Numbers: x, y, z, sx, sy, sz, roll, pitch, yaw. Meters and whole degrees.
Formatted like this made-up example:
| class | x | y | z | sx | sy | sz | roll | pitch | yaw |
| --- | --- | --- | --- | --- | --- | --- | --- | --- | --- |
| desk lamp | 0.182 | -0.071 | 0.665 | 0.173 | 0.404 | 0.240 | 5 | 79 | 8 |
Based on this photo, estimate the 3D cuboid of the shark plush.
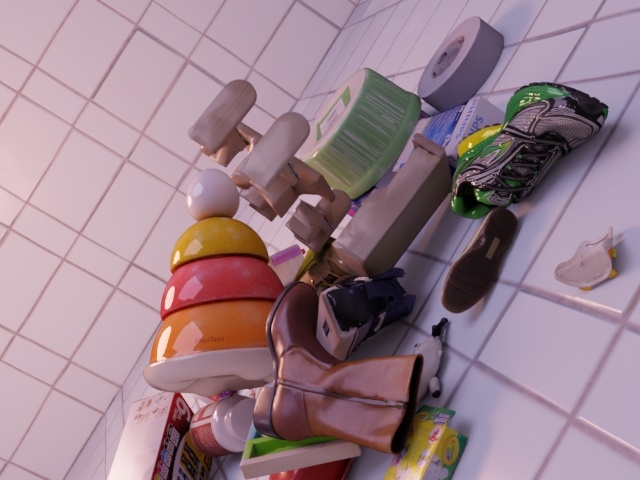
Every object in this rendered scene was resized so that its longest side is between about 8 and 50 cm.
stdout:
| class | x | y | z | sx | sy | sz | roll | pitch | yaw |
| --- | --- | --- | --- | --- | --- | --- | --- | --- | --- |
| shark plush | 0.156 | 0.185 | 1.242 | 0.067 | 0.073 | 0.161 | 91 | -167 | -57 |

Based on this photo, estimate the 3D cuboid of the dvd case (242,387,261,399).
| class | x | y | z | sx | sy | sz | roll | pitch | yaw |
| --- | --- | --- | --- | --- | --- | --- | --- | --- | --- |
| dvd case | -0.165 | 0.384 | 1.884 | 0.119 | 0.013 | 0.087 | -39 | 24 | 46 |

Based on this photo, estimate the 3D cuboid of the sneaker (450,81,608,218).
| class | x | y | z | sx | sy | sz | roll | pitch | yaw |
| --- | --- | --- | --- | --- | --- | --- | --- | --- | --- |
| sneaker | 0.318 | -0.125 | 1.243 | 0.343 | 0.134 | 0.146 | 134 | 155 | -63 |

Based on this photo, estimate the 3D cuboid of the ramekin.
| class | x | y | z | sx | sy | sz | roll | pitch | yaw |
| --- | --- | --- | --- | --- | --- | --- | --- | --- | --- |
| ramekin | 0.084 | -0.256 | 1.878 | 0.303 | 0.148 | 0.303 | -50 | 18 | 22 |

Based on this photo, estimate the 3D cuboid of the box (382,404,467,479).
| class | x | y | z | sx | sy | sz | roll | pitch | yaw |
| --- | --- | --- | --- | --- | --- | --- | --- | --- | --- |
| box | 0.134 | 0.312 | 1.087 | 0.179 | 0.043 | 0.105 | -64 | 16 | -14 |

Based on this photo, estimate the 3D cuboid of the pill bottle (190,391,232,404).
| class | x | y | z | sx | sy | sz | roll | pitch | yaw |
| --- | --- | --- | --- | --- | --- | --- | --- | --- | --- |
| pill bottle | -0.252 | 0.330 | 2.071 | 0.193 | 0.108 | 0.108 | -61 | 16 | -10 |

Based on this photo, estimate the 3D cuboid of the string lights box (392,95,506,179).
| class | x | y | z | sx | sy | sz | roll | pitch | yaw |
| --- | --- | --- | --- | --- | --- | --- | --- | --- | --- |
| string lights box | 0.253 | -0.191 | 1.599 | 0.133 | 0.076 | 0.259 | -62 | 16 | -11 |

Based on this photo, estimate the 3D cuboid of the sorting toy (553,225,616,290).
| class | x | y | z | sx | sy | sz | roll | pitch | yaw |
| --- | --- | --- | --- | --- | --- | --- | --- | --- | --- |
| sorting toy | 0.346 | 0.017 | 1.014 | 0.083 | 0.045 | 0.075 | -40 | 17 | 48 |

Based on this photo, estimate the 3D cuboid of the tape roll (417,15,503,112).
| class | x | y | z | sx | sy | sz | roll | pitch | yaw |
| --- | --- | --- | --- | --- | --- | --- | --- | --- | --- |
| tape roll | 0.314 | -0.396 | 1.811 | 0.219 | 0.072 | 0.219 | -52 | 17 | 22 |

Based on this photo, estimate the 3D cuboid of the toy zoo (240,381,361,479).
| class | x | y | z | sx | sy | sz | roll | pitch | yaw |
| --- | --- | --- | --- | --- | --- | --- | --- | --- | --- |
| toy zoo | -0.019 | 0.287 | 1.355 | 0.192 | 0.030 | 0.293 | -14 | 18 | 11 |

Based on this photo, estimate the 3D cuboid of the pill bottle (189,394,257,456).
| class | x | y | z | sx | sy | sz | roll | pitch | yaw |
| --- | --- | --- | --- | --- | --- | --- | --- | --- | --- |
| pill bottle | -0.195 | 0.403 | 1.744 | 0.216 | 0.121 | 0.121 | -32 | 30 | 56 |

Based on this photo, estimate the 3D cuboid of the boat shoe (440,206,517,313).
| class | x | y | z | sx | sy | sz | roll | pitch | yaw |
| --- | --- | --- | --- | --- | --- | --- | --- | --- | --- |
| boat shoe | 0.243 | 0.037 | 1.253 | 0.190 | 0.068 | 0.072 | -52 | 2 | -16 |

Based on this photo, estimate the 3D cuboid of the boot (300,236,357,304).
| class | x | y | z | sx | sy | sz | roll | pitch | yaw |
| --- | --- | --- | --- | --- | --- | --- | --- | --- | --- |
| boot | 0.007 | 0.098 | 1.757 | 0.203 | 0.095 | 0.262 | -57 | 14 | 0 |

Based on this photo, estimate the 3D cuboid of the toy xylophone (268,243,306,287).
| class | x | y | z | sx | sy | sz | roll | pitch | yaw |
| --- | --- | --- | --- | --- | --- | --- | --- | --- | --- |
| toy xylophone | -0.169 | 0.129 | 2.094 | 0.322 | 0.081 | 0.236 | -38 | -9 | 40 |

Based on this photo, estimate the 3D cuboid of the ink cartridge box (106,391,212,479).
| class | x | y | z | sx | sy | sz | roll | pitch | yaw |
| --- | --- | --- | --- | --- | --- | --- | --- | --- | --- |
| ink cartridge box | -0.342 | 0.545 | 1.816 | 0.130 | 0.272 | 0.309 | -20 | 28 | 13 |

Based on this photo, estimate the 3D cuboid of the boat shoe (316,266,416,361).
| class | x | y | z | sx | sy | sz | roll | pitch | yaw |
| --- | --- | --- | --- | --- | --- | --- | --- | --- | --- |
| boat shoe | 0.075 | 0.144 | 1.477 | 0.158 | 0.127 | 0.340 | -19 | -11 | -12 |

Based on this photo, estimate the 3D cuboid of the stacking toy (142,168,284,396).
| class | x | y | z | sx | sy | sz | roll | pitch | yaw |
| --- | --- | --- | --- | --- | --- | --- | --- | --- | --- |
| stacking toy | -0.201 | 0.073 | 1.688 | 0.350 | 0.350 | 0.480 | -32 | 59 | 57 |

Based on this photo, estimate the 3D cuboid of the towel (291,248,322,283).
| class | x | y | z | sx | sy | sz | roll | pitch | yaw |
| --- | --- | --- | --- | --- | --- | --- | --- | --- | --- |
| towel | 0.000 | 0.000 | 1.800 | 0.102 | 0.021 | 0.237 | -53 | 7 | 41 |

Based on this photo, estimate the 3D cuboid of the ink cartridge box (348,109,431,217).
| class | x | y | z | sx | sy | sz | roll | pitch | yaw |
| --- | --- | --- | --- | --- | --- | --- | --- | --- | --- |
| ink cartridge box | 0.143 | -0.160 | 1.904 | 0.311 | 0.065 | 0.186 | -63 | 16 | -12 |

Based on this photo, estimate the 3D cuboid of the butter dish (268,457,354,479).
| class | x | y | z | sx | sy | sz | roll | pitch | yaw |
| --- | --- | --- | --- | --- | --- | --- | --- | --- | --- |
| butter dish | -0.035 | 0.379 | 1.322 | 0.160 | 0.118 | 0.160 | -63 | 16 | -16 |

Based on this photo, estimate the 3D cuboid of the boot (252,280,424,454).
| class | x | y | z | sx | sy | sz | roll | pitch | yaw |
| --- | --- | --- | --- | --- | --- | --- | --- | --- | --- |
| boot | 0.029 | 0.180 | 1.215 | 0.280 | 0.096 | 0.264 | -8 | 55 | 43 |

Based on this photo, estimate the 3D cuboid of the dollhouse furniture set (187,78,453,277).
| class | x | y | z | sx | sy | sz | roll | pitch | yaw |
| --- | --- | --- | --- | --- | --- | --- | --- | --- | --- |
| dollhouse furniture set | 0.017 | -0.135 | 1.537 | 0.256 | 0.394 | 0.362 | -52 | -24 | -7 |
